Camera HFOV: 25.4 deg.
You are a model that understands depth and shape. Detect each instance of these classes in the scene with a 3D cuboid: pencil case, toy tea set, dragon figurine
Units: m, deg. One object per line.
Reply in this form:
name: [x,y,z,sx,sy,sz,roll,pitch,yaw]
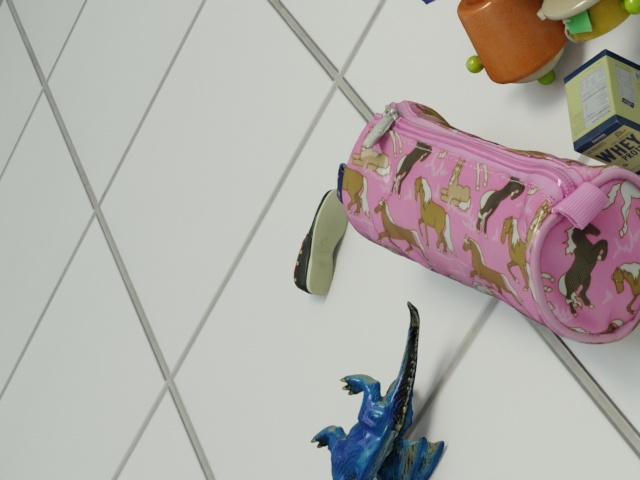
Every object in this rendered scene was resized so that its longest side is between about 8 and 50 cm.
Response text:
pencil case: [0.166,-0.027,1.360,0.386,0.167,0.160,29,100,58]
toy tea set: [0.279,-0.234,1.382,0.200,0.124,0.336,-46,24,-15]
dragon figurine: [0.067,0.213,1.469,0.289,0.085,0.144,-59,33,22]

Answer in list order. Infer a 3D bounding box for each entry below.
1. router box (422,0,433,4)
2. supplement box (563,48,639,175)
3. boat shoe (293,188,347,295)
router box: [0.230,-0.406,1.392,0.301,0.082,0.335,-56,17,-21]
supplement box: [0.278,-0.117,1.311,0.056,0.083,0.083,-37,44,44]
boat shoe: [-0.001,0.000,1.727,0.042,0.049,0.133,15,91,51]
